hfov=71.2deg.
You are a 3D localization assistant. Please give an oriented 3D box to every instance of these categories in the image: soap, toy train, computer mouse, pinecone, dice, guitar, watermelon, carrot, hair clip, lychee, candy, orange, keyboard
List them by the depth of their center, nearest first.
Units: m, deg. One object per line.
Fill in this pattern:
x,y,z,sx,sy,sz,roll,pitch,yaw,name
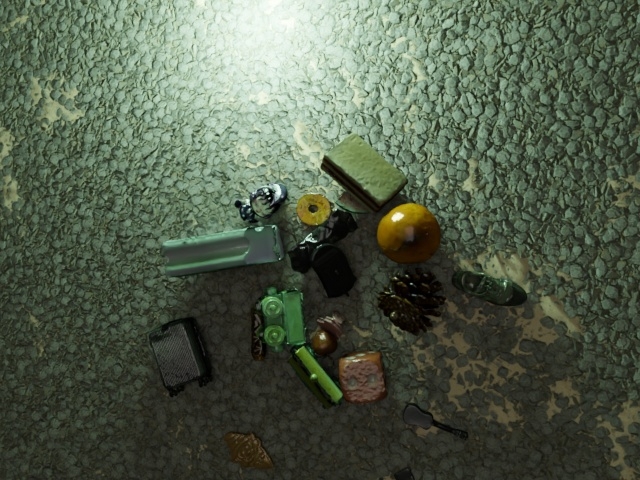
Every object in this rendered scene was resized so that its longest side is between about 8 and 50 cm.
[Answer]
0.367,0.227,1.739,0.264,0.264,0.264,0,88,9,pinecone
0.342,-0.020,1.745,0.246,0.246,0.246,0,88,9,orange
0.175,0.545,1.794,0.179,0.174,0.174,-7,86,10,dice
0.467,0.745,1.808,0.271,0.038,0.083,21,93,9,guitar
0.174,-0.270,1.812,0.321,0.135,0.179,43,71,7,candy
-0.028,0.561,1.818,0.126,0.189,0.307,-42,81,9,toy train
0.375,1.033,1.828,0.074,0.015,0.196,-29,84,11,keyboard
0.046,0.353,1.840,0.123,0.138,0.102,38,100,1,hair clip
-0.166,0.322,1.852,0.188,0.159,0.271,-6,87,-20,toy train
-0.389,0.045,1.856,0.446,0.261,0.156,-10,87,8,soap
0.049,0.125,1.856,0.147,0.088,0.264,-31,106,-11,computer mouse
0.026,0.440,1.858,0.101,0.114,0.140,-45,68,13,lychee
0.151,-0.172,1.876,0.187,0.071,0.139,12,73,-2,watermelon
-0.270,0.400,1.927,0.069,0.069,0.228,-3,87,9,carrot

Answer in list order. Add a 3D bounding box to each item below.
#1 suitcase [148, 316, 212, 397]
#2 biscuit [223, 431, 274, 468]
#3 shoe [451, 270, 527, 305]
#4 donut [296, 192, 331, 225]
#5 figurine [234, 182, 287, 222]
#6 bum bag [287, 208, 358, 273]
-0.606,0.499,1.947,0.202,0.128,0.312,-20,85,8,suitcase
-0.312,0.914,1.939,0.250,0.035,0.162,27,97,7,biscuit
0.663,0.191,1.735,0.293,0.149,0.109,16,90,11,shoe
-0.026,-0.130,1.903,0.152,0.058,0.151,0,88,10,donut
-0.238,-0.165,1.915,0.222,0.145,0.145,-20,85,19,figurine
0.000,0.000,1.868,0.340,0.095,0.144,-41,123,7,bum bag
